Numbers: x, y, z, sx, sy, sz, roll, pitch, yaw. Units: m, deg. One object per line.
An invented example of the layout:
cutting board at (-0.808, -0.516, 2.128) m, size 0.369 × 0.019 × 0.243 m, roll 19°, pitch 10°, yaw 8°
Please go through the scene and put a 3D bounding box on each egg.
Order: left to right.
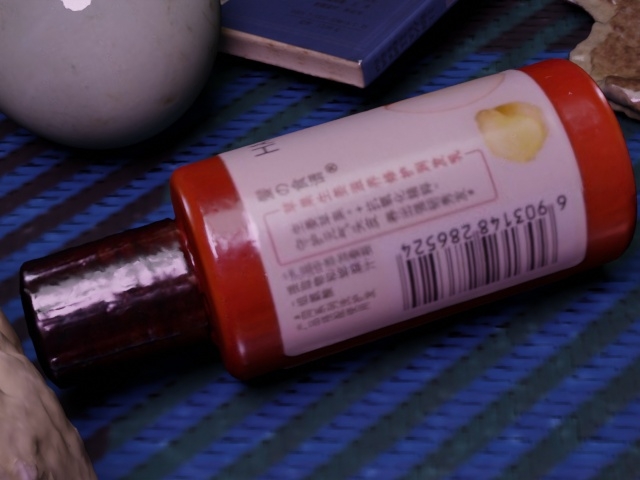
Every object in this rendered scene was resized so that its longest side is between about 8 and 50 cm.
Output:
egg at (-0.134, -0.137, 0.738) m, size 0.149 × 0.149 × 0.192 m, roll -20°, pitch 54°, yaw -12°

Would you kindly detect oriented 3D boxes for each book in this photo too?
book at (0.034, -0.196, 0.841) m, size 0.191 × 0.025 × 0.269 m, roll 20°, pitch 52°, yaw 36°

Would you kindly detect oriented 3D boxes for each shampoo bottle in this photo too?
shampoo bottle at (0.000, 0.000, 0.615) m, size 0.278 × 0.104 × 0.104 m, roll -17°, pitch 45°, yaw -10°

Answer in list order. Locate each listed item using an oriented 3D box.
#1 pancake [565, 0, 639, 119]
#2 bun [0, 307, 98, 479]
pancake at (0.207, -0.165, 0.806) m, size 0.286 × 0.033 × 0.288 m, roll 4°, pitch 46°, yaw 11°
bun at (-0.262, 0.083, 0.481) m, size 0.349 × 0.227 × 0.352 m, roll 4°, pitch 44°, yaw 14°
